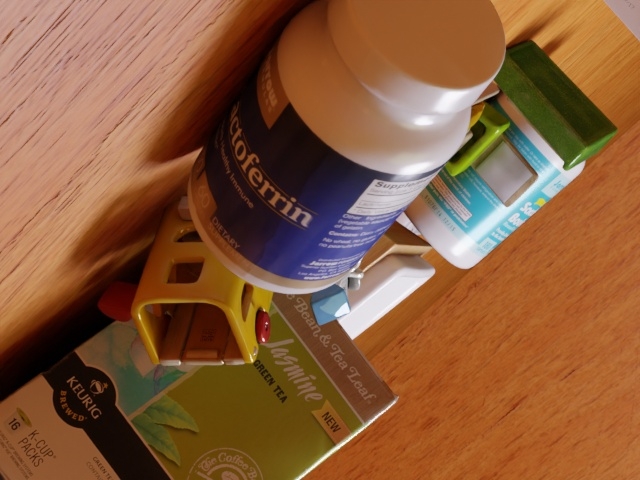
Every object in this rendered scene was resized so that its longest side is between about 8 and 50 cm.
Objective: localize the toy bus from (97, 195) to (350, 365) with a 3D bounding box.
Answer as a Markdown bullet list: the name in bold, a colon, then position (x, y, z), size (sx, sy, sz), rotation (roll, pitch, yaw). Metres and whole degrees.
- **toy bus**: position (-0.089, 0.009, 1.346), size (0.191, 0.202, 0.104), rotation (-34, 136, -17)

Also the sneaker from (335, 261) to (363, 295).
- **sneaker**: position (0.000, 0.000, 1.617), size (0.111, 0.129, 0.297), rotation (-33, 168, -28)

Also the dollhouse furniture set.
- **dollhouse furniture set**: position (0.167, -0.085, 1.812), size (0.197, 0.151, 0.301), rotation (-46, 169, 35)

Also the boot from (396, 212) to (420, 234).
- **boot**: position (0.203, -0.029, 2.328), size (0.095, 0.123, 0.258), rotation (-46, 170, 32)

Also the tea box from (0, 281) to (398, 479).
- **tea box**: position (-0.142, 0.182, 1.545), size (0.323, 0.220, 0.329), rotation (-37, 177, -16)

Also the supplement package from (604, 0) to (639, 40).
- **supplement package**: position (0.383, -0.318, 1.608), size (0.244, 0.139, 0.134), rotation (-34, 170, -40)

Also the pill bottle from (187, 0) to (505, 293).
- **pill bottle**: position (0.017, -0.086, 1.183), size (0.153, 0.153, 0.265), rotation (-32, 168, -41)

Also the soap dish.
- **soap dish**: position (0.010, 0.055, 1.937), size (0.229, 0.118, 0.291), rotation (-38, 172, 9)

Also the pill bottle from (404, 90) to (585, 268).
- **pill bottle**: position (0.234, -0.097, 2.049), size (0.264, 0.146, 0.146), rotation (-42, 171, 13)
